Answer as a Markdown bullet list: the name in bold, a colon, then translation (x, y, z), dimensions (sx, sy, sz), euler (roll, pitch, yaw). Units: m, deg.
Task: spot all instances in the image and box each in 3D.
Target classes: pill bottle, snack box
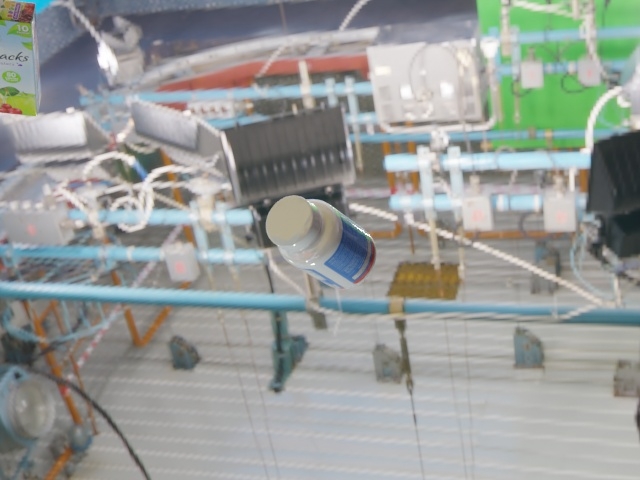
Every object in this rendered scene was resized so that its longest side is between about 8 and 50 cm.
- **pill bottle**: translation (0.000, 0.000, 1.716), dimensions (0.124, 0.221, 0.124), euler (-10, -112, 25)
- **snack box**: translation (-0.358, -0.198, 1.058), dimensions (0.100, 0.141, 0.037), euler (4, -127, -10)
